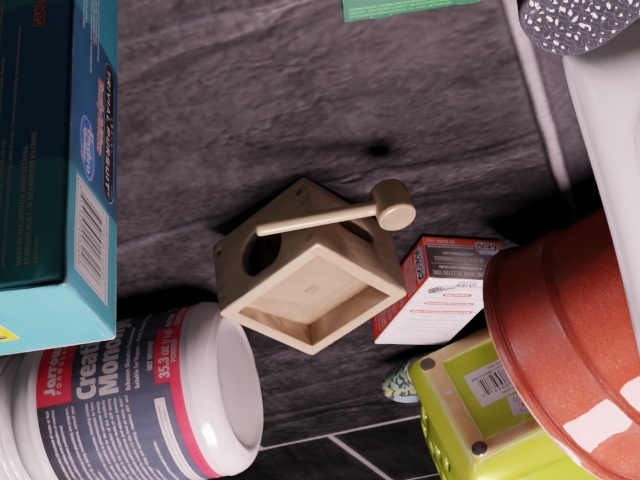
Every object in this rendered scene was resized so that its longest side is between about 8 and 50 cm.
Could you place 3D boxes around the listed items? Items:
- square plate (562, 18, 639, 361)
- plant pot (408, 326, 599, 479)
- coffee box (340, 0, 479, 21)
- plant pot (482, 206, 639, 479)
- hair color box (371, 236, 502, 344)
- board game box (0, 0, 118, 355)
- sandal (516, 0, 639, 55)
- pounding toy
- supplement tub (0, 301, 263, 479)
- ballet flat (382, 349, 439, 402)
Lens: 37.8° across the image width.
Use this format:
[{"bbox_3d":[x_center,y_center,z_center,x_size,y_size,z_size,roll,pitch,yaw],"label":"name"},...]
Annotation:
[{"bbox_3d":[0.381,-0.022,0.669,0.344,0.347,0.049,-12,-165,24],"label":"square plate"},{"bbox_3d":[0.237,0.217,1.086,0.228,0.227,0.207,-25,131,0],"label":"plant pot"},{"bbox_3d":[0.059,-0.209,0.543,0.113,0.040,0.184,-9,151,3],"label":"coffee box"},{"bbox_3d":[0.340,0.052,0.867,0.272,0.272,0.265,18,135,-37],"label":"plant pot"},{"bbox_3d":[0.126,0.059,1.025,0.093,0.053,0.167,3,151,-18],"label":"hair color box"},{"bbox_3d":[-0.291,-0.048,0.547,0.336,0.253,0.079,-8,151,5],"label":"board game box"},{"bbox_3d":[0.230,-0.208,0.574,0.254,0.054,0.097,-26,133,35],"label":"sandal"},{"bbox_3d":[-0.002,-0.007,0.853,0.206,0.094,0.181,-36,135,27],"label":"pounding toy"},{"bbox_3d":[-0.216,0.183,1.038,0.272,0.191,0.191,-13,150,10],"label":"supplement tub"},{"bbox_3d":[0.171,0.161,1.210,0.188,0.070,0.070,-14,151,-5],"label":"ballet flat"}]
